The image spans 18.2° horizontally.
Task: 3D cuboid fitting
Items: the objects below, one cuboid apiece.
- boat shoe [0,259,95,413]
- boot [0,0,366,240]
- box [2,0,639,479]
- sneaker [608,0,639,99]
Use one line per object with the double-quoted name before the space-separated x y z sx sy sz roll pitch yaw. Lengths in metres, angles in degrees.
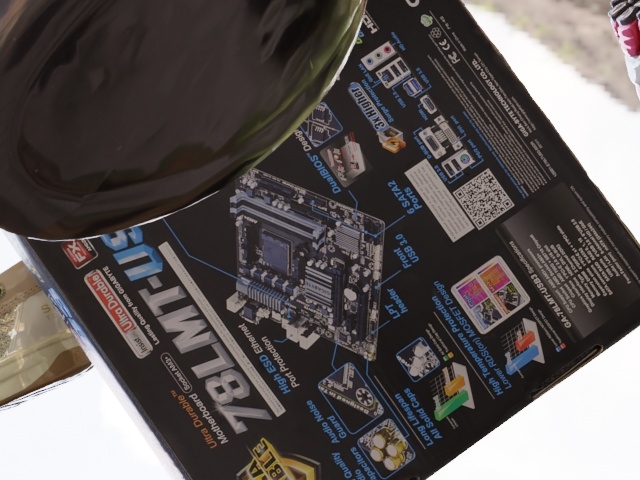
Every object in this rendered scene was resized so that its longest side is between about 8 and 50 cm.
"boat shoe" -0.301 0.102 1.396 0.098 0.302 0.109 66 -165 2
"boot" -0.111 -0.130 0.471 0.096 0.280 0.264 82 -149 -52
"box" 0.000 0.000 1.142 0.293 0.295 0.073 -35 -4 -13
"sneaker" 0.329 -0.156 1.241 0.121 0.299 0.112 -114 1 -71
